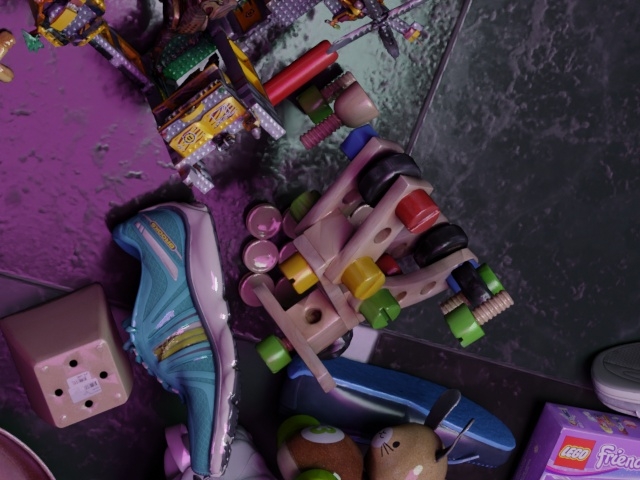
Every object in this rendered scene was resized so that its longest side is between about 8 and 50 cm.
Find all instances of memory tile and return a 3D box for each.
[{"bbox_3d":[-0.009,0.015,1.679,0.148,0.012,0.113,0,108,-18],"label":"memory tile"}]

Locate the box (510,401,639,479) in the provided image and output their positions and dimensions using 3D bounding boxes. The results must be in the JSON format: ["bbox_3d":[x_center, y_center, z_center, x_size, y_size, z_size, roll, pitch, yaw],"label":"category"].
[{"bbox_3d":[0.353,0.302,1.856,0.293,0.057,0.201,12,113,-21],"label":"box"}]

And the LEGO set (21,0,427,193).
[{"bbox_3d":[-0.082,-0.200,1.428,0.331,0.192,0.255,-30,136,5],"label":"LEGO set"}]

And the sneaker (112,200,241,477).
[{"bbox_3d":[-0.137,0.098,1.581,0.110,0.107,0.275,-10,74,-6],"label":"sneaker"}]

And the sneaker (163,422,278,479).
[{"bbox_3d":[-0.058,0.317,1.705,0.137,0.210,0.366,-35,149,-3],"label":"sneaker"}]

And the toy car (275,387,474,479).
[{"bbox_3d":[0.066,0.213,1.611,0.188,0.155,0.149,-36,109,5],"label":"toy car"}]

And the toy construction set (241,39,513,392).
[{"bbox_3d":[0.000,0.000,1.568,0.237,0.257,0.309,-35,89,4],"label":"toy construction set"}]

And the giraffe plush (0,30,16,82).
[{"bbox_3d":[-0.347,-0.193,1.412,0.181,0.170,0.210,-21,113,-10],"label":"giraffe plush"}]

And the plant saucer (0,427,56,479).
[{"bbox_3d":[-0.403,0.303,1.621,0.310,0.050,0.311,-4,107,-12],"label":"plant saucer"}]

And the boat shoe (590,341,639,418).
[{"bbox_3d":[0.453,0.190,1.810,0.320,0.118,0.103,8,119,-6],"label":"boat shoe"}]

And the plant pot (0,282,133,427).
[{"bbox_3d":[-0.241,0.121,1.595,0.109,0.096,0.109,-21,113,-10],"label":"plant pot"}]

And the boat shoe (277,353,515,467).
[{"bbox_3d":[0.077,0.192,1.733,0.258,0.109,0.089,22,108,-6],"label":"boat shoe"}]
